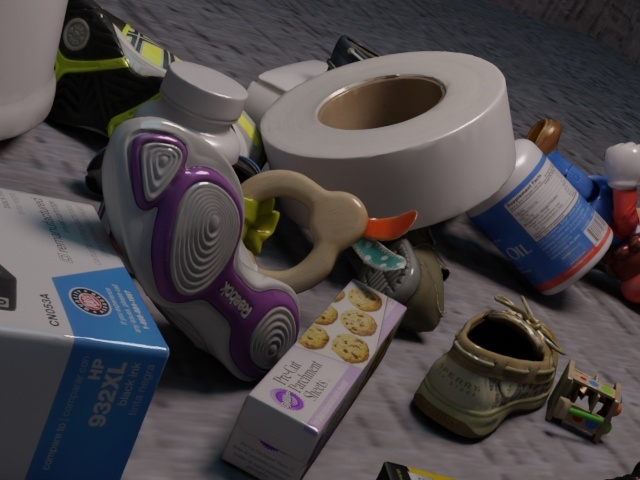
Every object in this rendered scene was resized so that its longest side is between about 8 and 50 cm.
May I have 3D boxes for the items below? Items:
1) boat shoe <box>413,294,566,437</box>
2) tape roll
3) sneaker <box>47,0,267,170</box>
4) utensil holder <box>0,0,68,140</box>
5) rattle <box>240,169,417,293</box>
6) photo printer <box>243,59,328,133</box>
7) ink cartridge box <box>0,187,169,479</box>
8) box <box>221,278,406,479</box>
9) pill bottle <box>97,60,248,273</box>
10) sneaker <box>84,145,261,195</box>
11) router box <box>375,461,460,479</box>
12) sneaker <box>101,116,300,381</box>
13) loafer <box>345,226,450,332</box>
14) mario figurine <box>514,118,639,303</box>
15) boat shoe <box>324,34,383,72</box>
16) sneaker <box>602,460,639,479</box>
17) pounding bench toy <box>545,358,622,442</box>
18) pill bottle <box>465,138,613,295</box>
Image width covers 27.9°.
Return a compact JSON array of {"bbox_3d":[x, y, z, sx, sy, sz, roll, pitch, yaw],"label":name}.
[{"bbox_3d":[0.186,0.115,1.286,0.104,0.089,0.285,29,20,15],"label":"boat shoe"},{"bbox_3d":[0.079,-0.117,1.470,0.286,0.100,0.286,-11,27,6],"label":"tape roll"},{"bbox_3d":[-0.226,-0.174,1.527,0.384,0.145,0.147,41,15,19],"label":"sneaker"},{"bbox_3d":[-0.398,-0.342,1.304,0.327,0.385,0.327,15,26,-7],"label":"utensil holder"},{"bbox_3d":[0.000,0.000,1.301,0.199,0.130,0.143,-6,-23,4],"label":"rattle"},{"bbox_3d":[0.067,-0.134,1.751,0.307,0.107,0.256,29,21,14],"label":"photo printer"},{"bbox_3d":[-0.289,0.048,0.872,0.307,0.129,0.223,11,24,-31],"label":"ink cartridge box"},{"bbox_3d":[0.005,0.116,1.123,0.067,0.063,0.324,27,20,9],"label":"box"},{"bbox_3d":[-0.140,-0.068,1.232,0.108,0.193,0.108,21,21,-8],"label":"pill bottle"},{"bbox_3d":[-0.152,-0.070,1.355,0.188,0.067,0.078,4,11,-10],"label":"sneaker"},{"bbox_3d":[0.116,0.245,0.948,0.133,0.046,0.179,16,21,-18],"label":"router box"},{"bbox_3d":[-0.124,0.006,1.057,0.152,0.114,0.305,29,-23,33],"label":"sneaker"},{"bbox_3d":[0.088,0.028,1.428,0.087,0.094,0.251,47,19,-20],"label":"loafer"},{"bbox_3d":[0.395,-0.049,1.754,0.320,0.170,0.198,37,10,-11],"label":"mario figurine"},{"bbox_3d":[0.128,-0.192,1.692,0.254,0.079,0.095,25,22,3],"label":"boat shoe"},{"bbox_3d":[0.276,0.225,1.100,0.124,0.107,0.283,20,20,6],"label":"sneaker"},{"bbox_3d":[0.268,0.169,1.296,0.065,0.052,0.083,26,20,6],"label":"pounding bench toy"},{"bbox_3d":[0.251,-0.048,1.616,0.221,0.124,0.124,46,19,-7],"label":"pill bottle"}]
